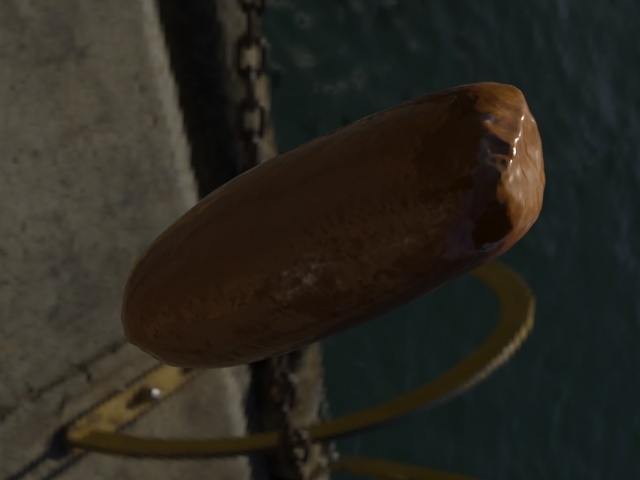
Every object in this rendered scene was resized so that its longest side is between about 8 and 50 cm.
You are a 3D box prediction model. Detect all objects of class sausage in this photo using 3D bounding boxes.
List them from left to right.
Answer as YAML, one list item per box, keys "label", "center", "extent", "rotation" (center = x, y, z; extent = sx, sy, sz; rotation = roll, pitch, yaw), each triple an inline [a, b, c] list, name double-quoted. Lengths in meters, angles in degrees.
- label: "sausage"
  center: [0.000, 0.000, 0.738]
  extent: [0.098, 0.238, 0.098]
  rotation: [34, 45, -42]
